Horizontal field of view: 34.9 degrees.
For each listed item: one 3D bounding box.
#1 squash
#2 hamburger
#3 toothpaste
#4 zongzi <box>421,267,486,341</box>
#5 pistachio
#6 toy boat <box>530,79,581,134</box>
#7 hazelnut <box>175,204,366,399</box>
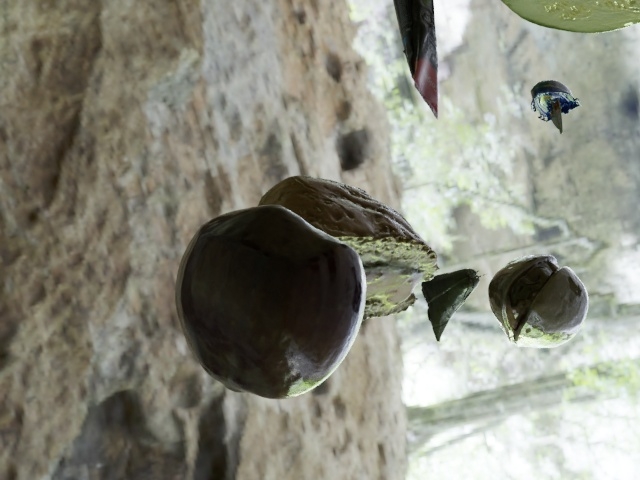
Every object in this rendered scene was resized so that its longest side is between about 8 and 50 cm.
[{"bbox_3d":[0.399,-0.371,1.534,0.189,0.260,0.189,32,-139,-32],"label":"squash"},{"bbox_3d":[-0.002,0.000,1.460,0.329,0.162,0.209,-1,-142,-42],"label":"hamburger"},{"bbox_3d":[0.102,-0.221,1.069,0.071,0.045,0.194,44,-144,-54],"label":"toothpaste"},{"bbox_3d":[0.275,0.121,1.973,0.062,0.154,0.131,1,-103,-52],"label":"zongzi"},{"bbox_3d":[0.266,0.079,1.265,0.185,0.124,0.125,11,-115,-61],"label":"pistachio"},{"bbox_3d":[0.472,-0.263,2.047,0.175,0.091,0.110,18,-129,-57],"label":"toy boat"},{"bbox_3d":[-0.069,0.067,1.149,0.234,0.218,0.218,21,137,55],"label":"hazelnut"}]
